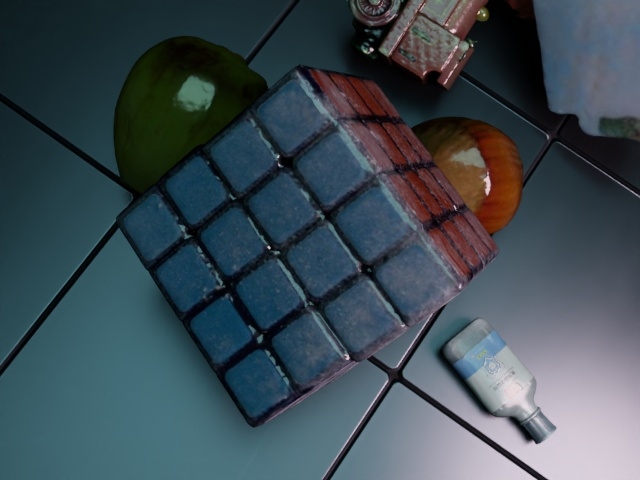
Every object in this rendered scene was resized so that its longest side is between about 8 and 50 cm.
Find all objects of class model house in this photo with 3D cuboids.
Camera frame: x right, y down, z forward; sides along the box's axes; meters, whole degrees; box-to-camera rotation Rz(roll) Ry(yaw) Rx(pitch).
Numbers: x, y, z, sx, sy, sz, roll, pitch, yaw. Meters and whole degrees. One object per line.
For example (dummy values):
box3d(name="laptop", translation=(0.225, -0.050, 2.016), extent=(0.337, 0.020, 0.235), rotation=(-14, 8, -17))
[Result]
box3d(name="model house", translation=(0.553, -0.381, 1.475), extent=(0.339, 0.297, 0.360), rotation=(-36, 120, -38))

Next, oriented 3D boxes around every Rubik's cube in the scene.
box3d(name="Rubik's cube", translation=(0.000, 0.000, 1.261), extent=(0.337, 0.343, 0.344), rotation=(-39, 81, 19))

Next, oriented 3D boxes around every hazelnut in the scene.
box3d(name="hazelnut", translation=(0.229, -0.114, 1.450), extent=(0.210, 0.186, 0.210), rotation=(-4, 67, 10))

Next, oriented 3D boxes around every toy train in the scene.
box3d(name="toy train", translation=(0.185, -0.411, 1.510), extent=(0.221, 0.150, 0.304), rotation=(33, 98, 5))

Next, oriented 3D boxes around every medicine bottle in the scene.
box3d(name="medicine bottle", translation=(0.284, 0.222, 1.432), extent=(0.090, 0.054, 0.208), rotation=(-38, 82, -13))

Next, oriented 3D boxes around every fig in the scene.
box3d(name="fig", translation=(-0.206, -0.175, 1.410), extent=(0.239, 0.239, 0.271), rotation=(41, 105, 6))

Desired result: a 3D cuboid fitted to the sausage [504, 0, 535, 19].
box3d(name="sausage", translation=(0.357, -0.520, 1.583), extent=(0.152, 0.152, 0.280), rotation=(1, 75, -5))
